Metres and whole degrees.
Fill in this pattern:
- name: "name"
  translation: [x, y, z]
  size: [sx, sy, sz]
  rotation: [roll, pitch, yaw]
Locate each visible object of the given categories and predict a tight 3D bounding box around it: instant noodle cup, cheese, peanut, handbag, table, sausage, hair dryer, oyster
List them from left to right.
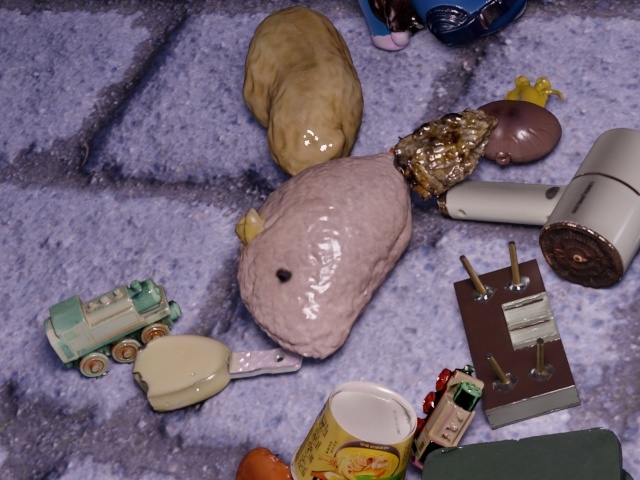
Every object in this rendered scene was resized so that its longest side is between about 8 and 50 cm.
- name: "cheese"
  translation: [-0.147, 0.182, 2.077]
  size: [0.255, 0.050, 0.127]
  rotation: [-7, 43, 19]
- name: "sausage"
  translation: [-0.051, 0.329, 1.849]
  size: [0.089, 0.089, 0.179]
  rotation: [-37, 45, -14]
- name: "peanut"
  translation: [-0.032, -0.243, 2.382]
  size: [0.192, 0.169, 0.387]
  rotation: [-24, 41, 9]
- name: "instant noodle cup"
  translation: [0.048, 0.255, 1.807]
  size: [0.151, 0.122, 0.151]
  rotation: [11, 36, -8]
- name: "oyster"
  translation: [0.188, -0.133, 2.117]
  size: [0.177, 0.056, 0.105]
  rotation: [-24, 75, -20]
- name: "table"
  translation: [0.248, 0.110, 1.917]
  size: [0.122, 0.111, 0.240]
  rotation: [-17, 41, 7]
- name: "handbag"
  translation: [0.232, 0.333, 1.678]
  size: [0.248, 0.079, 0.260]
  rotation: [-9, 31, 19]
- name: "hair dryer"
  translation: [0.305, -0.054, 2.074]
  size: [0.362, 0.128, 0.203]
  rotation: [6, 49, 41]

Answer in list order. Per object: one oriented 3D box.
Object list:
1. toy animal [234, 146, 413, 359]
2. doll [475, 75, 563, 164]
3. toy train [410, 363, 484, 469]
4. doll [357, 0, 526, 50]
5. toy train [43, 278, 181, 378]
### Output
- name: "toy animal"
  translation: [0.003, -0.005, 2.099]
  size: [0.226, 0.188, 0.358]
  rotation: [17, 55, 32]
- name: "doll"
  translation: [0.308, -0.177, 2.213]
  size: [0.145, 0.096, 0.188]
  rotation: [28, 53, 37]
- name: "toy train"
  translation: [0.159, 0.223, 1.836]
  size: [0.138, 0.050, 0.087]
  rotation: [-62, 16, 14]
- name: "doll"
  translation: [0.217, -0.447, 2.438]
  size: [0.310, 0.240, 0.284]
  rotation: [4, 63, 36]
- name: "toy train"
  translation: [-0.307, 0.122, 2.162]
  size: [0.194, 0.125, 0.080]
  rotation: [-26, 44, -1]
